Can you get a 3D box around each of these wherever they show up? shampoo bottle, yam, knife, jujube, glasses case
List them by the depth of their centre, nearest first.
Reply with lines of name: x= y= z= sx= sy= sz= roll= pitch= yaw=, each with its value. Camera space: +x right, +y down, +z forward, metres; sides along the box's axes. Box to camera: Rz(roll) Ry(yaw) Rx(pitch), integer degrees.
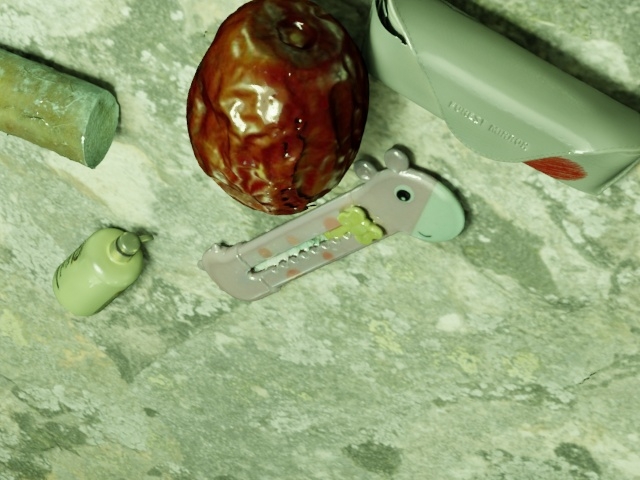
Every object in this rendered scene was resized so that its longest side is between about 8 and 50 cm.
glasses case: x=0.167 y=-0.133 z=1.589 sx=0.308 sy=0.083 sz=0.128 roll=30 pitch=141 yaw=2
jujube: x=-0.042 y=-0.133 z=1.662 sx=0.183 sy=0.183 sz=0.243 roll=26 pitch=143 yaw=7
knife: x=0.000 y=0.001 z=1.884 sx=0.132 sy=0.038 sz=0.399 roll=48 pitch=140 yaw=-16
yam: x=-0.355 y=-0.167 z=1.889 sx=0.259 sy=0.093 sz=0.093 roll=21 pitch=141 yaw=14
shampoo bottle: x=-0.267 y=0.032 z=2.059 sx=0.079 sy=0.079 sz=0.162 roll=39 pitch=142 yaw=-11
